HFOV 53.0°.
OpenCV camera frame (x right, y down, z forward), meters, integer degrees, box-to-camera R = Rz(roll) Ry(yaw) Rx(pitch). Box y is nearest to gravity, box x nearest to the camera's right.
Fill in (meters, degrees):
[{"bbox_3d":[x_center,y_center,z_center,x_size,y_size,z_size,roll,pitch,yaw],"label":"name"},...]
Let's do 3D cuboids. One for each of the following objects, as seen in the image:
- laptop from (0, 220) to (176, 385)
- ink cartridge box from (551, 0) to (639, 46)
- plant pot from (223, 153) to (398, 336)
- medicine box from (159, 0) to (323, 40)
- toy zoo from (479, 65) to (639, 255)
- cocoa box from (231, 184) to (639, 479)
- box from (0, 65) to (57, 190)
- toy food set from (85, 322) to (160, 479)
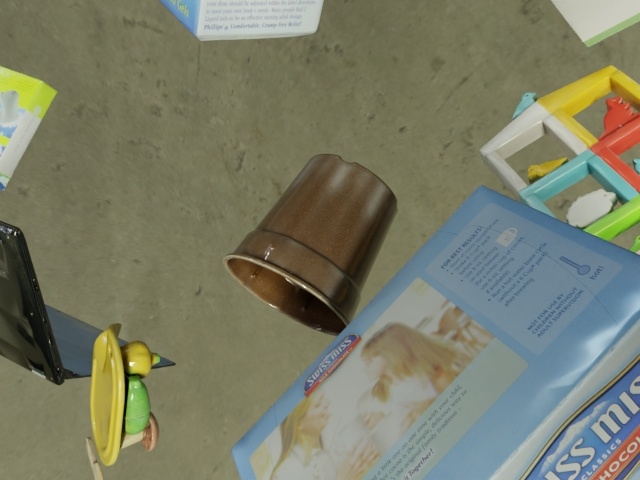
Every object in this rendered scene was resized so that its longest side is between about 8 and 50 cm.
[{"bbox_3d":[-0.480,0.059,1.052,0.382,0.236,0.408,17,126,25],"label":"laptop"},{"bbox_3d":[0.289,-0.335,0.674,0.235,0.171,0.056,44,63,-15],"label":"ink cartridge box"},{"bbox_3d":[0.000,0.000,0.751,0.167,0.167,0.165,33,70,-6],"label":"plant pot"},{"bbox_3d":[-0.102,-0.392,0.636,0.149,0.289,0.263,-16,48,-33],"label":"medicine box"},{"bbox_3d":[0.318,-0.093,0.742,0.192,0.293,0.030,-33,137,7],"label":"toy zoo"},{"bbox_3d":[0.138,0.170,0.542,0.347,0.231,0.228,-47,119,0],"label":"cocoa box"},{"bbox_3d":[-0.501,-0.178,1.007,0.109,0.042,0.178,21,81,22],"label":"box"},{"bbox_3d":[-0.243,0.207,0.810,0.071,0.128,0.218,-1,113,-32],"label":"toy food set"}]
